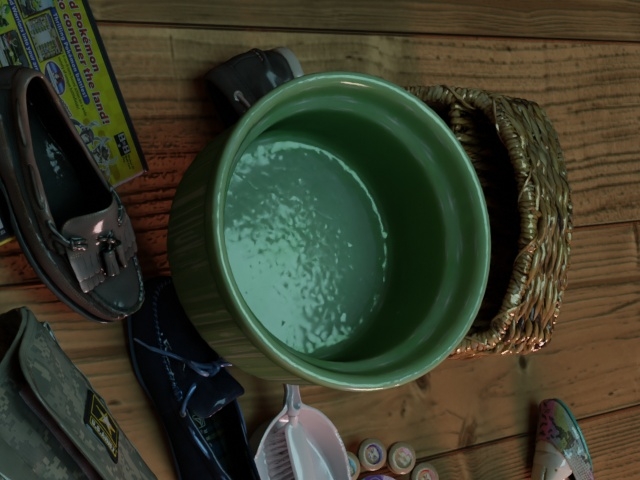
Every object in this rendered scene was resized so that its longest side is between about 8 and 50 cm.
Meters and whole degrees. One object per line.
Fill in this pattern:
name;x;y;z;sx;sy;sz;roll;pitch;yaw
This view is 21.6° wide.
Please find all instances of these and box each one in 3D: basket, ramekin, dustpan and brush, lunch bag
basket;0.137;-0.018;1.848;0.223;0.213;0.299;8;80;-46
ramekin;0.000;0.000;1.619;0.303;0.148;0.303;6;78;-29
dustpan and brush;-0.031;0.202;1.755;0.147;0.060;0.211;-11;88;-40
lunch bag;-0.260;0.222;1.446;0.235;0.169;0.287;56;43;-22

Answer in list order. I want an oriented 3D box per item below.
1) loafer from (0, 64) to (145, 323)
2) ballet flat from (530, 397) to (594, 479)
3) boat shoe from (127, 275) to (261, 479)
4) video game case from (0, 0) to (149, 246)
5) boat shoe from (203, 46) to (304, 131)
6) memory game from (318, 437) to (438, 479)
loafer;-0.229;-0.037;1.508;0.096;0.084;0.268;-47;118;-39
ballet flat;0.308;0.308;2.102;0.079;0.077;0.222;-30;109;-23
boat shoe;-0.108;0.152;1.663;0.109;0.089;0.258;-36;111;-42
video game case;-0.297;-0.145;1.538;0.248;0.035;0.275;-31;107;-43
boat shoe;-0.040;-0.034;1.754;0.095;0.112;0.335;-17;93;-26
memory game;0.067;0.310;1.848;0.186;0.012;0.186;5;79;-29
